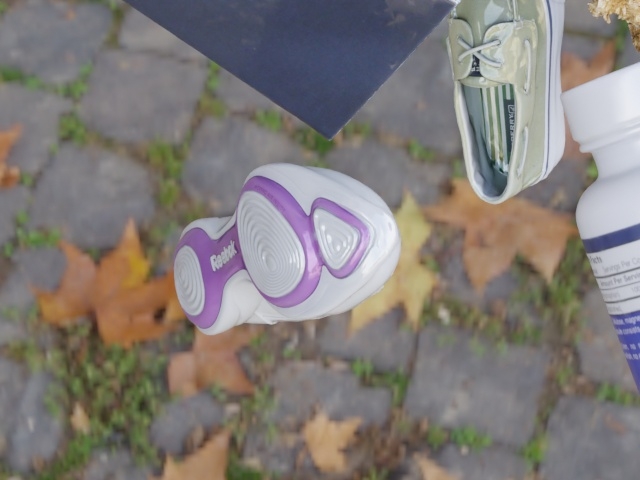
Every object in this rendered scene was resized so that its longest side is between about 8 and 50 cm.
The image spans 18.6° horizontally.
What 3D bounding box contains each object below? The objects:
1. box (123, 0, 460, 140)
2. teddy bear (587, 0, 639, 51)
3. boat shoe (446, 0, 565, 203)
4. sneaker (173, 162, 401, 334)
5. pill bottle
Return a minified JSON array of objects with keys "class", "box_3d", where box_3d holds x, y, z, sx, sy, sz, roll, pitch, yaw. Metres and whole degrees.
[{"class":"box","box_3d":[-0.047,-0.284,1.604,0.294,0.183,0.296,33,31,-16]},{"class":"teddy bear","box_3d":[0.329,-0.195,1.694,0.113,0.338,0.245,-15,32,31]},{"class":"boat shoe","box_3d":[0.172,-0.174,1.842,0.109,0.302,0.094,5,33,32]},{"class":"sneaker","box_3d":[0.000,0.000,1.456,0.152,0.305,0.114,-9,88,-25]},{"class":"pill bottle","box_3d":[0.183,0.004,0.907,0.112,0.112,0.186,-20,91,-15]}]
